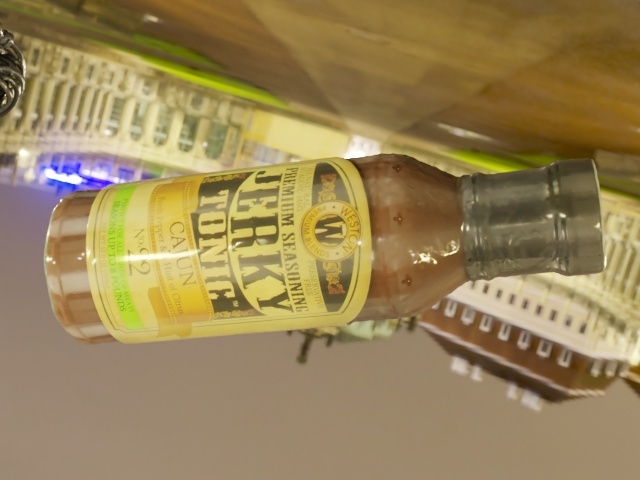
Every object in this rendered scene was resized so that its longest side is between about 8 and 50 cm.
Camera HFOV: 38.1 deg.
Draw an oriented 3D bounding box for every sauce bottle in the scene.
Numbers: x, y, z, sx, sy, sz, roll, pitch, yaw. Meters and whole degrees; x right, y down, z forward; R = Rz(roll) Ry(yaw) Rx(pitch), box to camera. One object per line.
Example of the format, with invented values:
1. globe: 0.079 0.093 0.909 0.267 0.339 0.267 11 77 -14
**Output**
1. sauce bottle: 0.000 0.000 0.589 0.344 0.112 0.111 -8 -179 12

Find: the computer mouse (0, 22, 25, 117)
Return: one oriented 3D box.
1. computer mouse: -0.322 -0.113 0.602 0.262 0.184 0.060 34 -156 -47
